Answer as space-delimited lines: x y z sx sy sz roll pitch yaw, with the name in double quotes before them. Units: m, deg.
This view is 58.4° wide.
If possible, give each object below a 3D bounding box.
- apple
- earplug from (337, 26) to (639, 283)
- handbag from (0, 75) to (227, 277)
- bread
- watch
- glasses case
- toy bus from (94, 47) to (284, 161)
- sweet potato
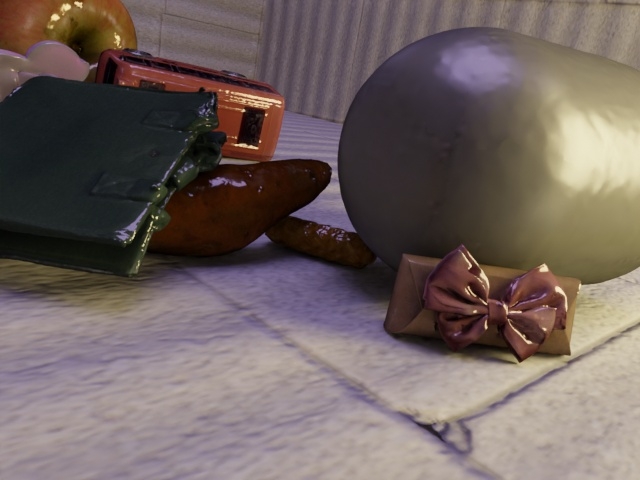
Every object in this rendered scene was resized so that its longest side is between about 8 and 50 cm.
"apple" -0.655 -0.485 1.425 0.346 0.392 0.391 22 19 37
"earplug" 0.218 -0.088 0.700 0.393 0.313 0.312 -2 20 -38
"handbag" -0.248 -0.077 0.586 0.260 0.079 0.248 6 42 11
"bread" 0.000 0.000 0.754 0.157 0.044 0.052 16 11 17
"watch" -0.491 -0.200 0.950 0.248 0.211 0.217 -11 43 -34
"glasses case" 0.168 0.060 0.550 0.193 0.103 0.070 8 22 -7
"toy bus" -0.315 -0.316 1.382 0.426 0.203 0.233 5 21 -28
"sweet potato" -0.129 -0.036 0.679 0.359 0.112 0.112 -9 23 -26
